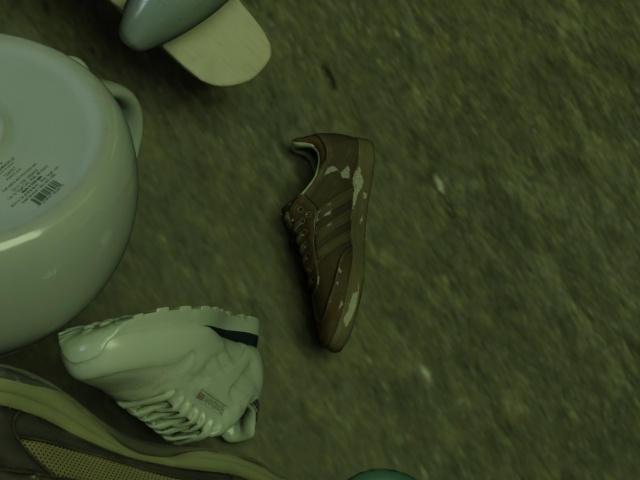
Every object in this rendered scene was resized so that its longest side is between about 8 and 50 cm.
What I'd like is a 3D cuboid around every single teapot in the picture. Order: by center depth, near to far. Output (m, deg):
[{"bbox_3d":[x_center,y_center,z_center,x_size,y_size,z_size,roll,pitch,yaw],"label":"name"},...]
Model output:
[{"bbox_3d":[-0.239,-0.010,0.930,0.256,0.187,0.252,-7,49,-9],"label":"teapot"}]

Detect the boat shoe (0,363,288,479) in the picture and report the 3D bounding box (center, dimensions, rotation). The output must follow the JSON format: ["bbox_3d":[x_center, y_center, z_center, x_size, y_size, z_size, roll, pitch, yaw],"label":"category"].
[{"bbox_3d":[-0.129,0.208,0.903,0.355,0.132,0.130,27,34,-30],"label":"boat shoe"}]

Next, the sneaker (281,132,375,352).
[{"bbox_3d":[0.000,0.000,1.110,0.071,0.066,0.188,9,66,-5],"label":"sneaker"}]

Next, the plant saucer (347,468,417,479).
[{"bbox_3d":[0.056,0.241,1.082,0.119,0.021,0.119,7,73,-24],"label":"plant saucer"}]

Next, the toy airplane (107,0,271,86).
[{"bbox_3d":[-0.202,-0.309,0.959,0.386,0.272,0.384,-1,85,-37],"label":"toy airplane"}]

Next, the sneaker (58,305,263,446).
[{"bbox_3d":[-0.100,0.098,0.956,0.235,0.090,0.095,15,70,-65],"label":"sneaker"}]
